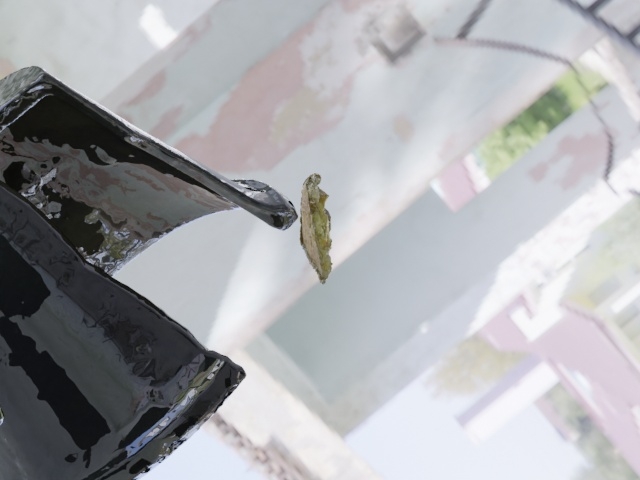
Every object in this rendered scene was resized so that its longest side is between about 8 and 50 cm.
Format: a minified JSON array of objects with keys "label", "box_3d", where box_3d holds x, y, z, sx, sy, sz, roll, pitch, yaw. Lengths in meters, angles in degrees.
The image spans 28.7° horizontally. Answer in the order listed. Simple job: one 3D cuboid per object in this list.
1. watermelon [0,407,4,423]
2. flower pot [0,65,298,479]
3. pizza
[{"label":"watermelon","box_3d":[-0.253,0.122,0.661,0.207,0.202,0.136,0,143,31]},{"label":"flower pot","box_3d":[-0.239,0.020,1.063,0.251,0.379,0.379,47,-176,-28]},{"label":"pizza","box_3d":[0.000,0.000,1.237,0.123,0.026,0.109,95,165,-57]}]
